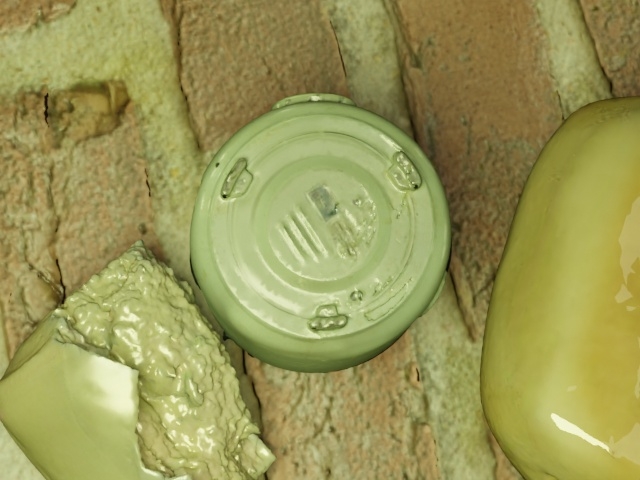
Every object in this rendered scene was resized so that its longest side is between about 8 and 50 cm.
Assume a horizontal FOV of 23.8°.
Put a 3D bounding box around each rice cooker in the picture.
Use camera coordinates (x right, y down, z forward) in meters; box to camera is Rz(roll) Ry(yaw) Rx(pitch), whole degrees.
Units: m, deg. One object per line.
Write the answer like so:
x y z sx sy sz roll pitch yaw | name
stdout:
0.000 0.000 1.280 0.226 0.244 0.226 0 78 -1 | rice cooker

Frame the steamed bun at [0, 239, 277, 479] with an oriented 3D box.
-0.146 0.138 1.269 0.200 0.170 0.225 -42 90 -16 | steamed bun

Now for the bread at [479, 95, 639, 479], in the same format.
0.316 0.083 1.320 0.348 0.253 0.376 15 76 -2 | bread
